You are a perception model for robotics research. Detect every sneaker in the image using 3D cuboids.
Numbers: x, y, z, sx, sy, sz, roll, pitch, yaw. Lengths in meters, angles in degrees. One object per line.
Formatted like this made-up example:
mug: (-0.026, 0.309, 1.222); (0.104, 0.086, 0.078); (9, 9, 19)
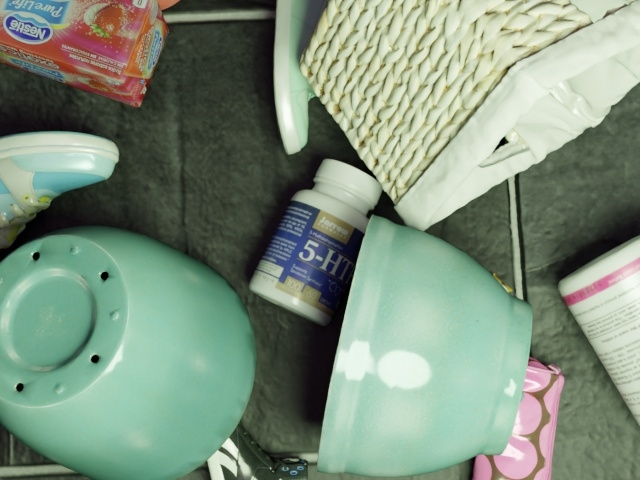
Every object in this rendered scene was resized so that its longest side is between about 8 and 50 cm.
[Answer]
sneaker: (0.016, -0.234, 1.249); (0.151, 0.094, 0.255); (3, 83, -3)
sneaker: (-0.081, 0.259, 1.198); (0.121, 0.079, 0.216); (-13, 82, -13)
sneaker: (-0.392, -0.013, 1.206); (0.319, 0.127, 0.208); (-10, 80, 8)

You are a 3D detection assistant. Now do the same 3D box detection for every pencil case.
pencil case: (0.241, 0.243, 1.186); (0.098, 0.095, 0.209); (3, 82, 32)

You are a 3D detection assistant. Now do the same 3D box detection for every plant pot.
plant pot: (0.123, 0.134, 1.091); (0.196, 0.293, 0.293); (12, 82, 5)
plant pot: (-0.245, 0.116, 1.089); (0.293, 0.235, 0.292); (-5, 70, 13)

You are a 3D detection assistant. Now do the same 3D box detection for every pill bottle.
pill bottle: (0.000, 0.000, 1.207); (0.112, 0.112, 0.186); (25, 83, 3)
pill bottle: (0.421, 0.134, 1.164); (0.160, 0.160, 0.283); (-29, 83, -4)

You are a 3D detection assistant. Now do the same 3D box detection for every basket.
basket: (0.198, -0.234, 1.099); (0.328, 0.331, 0.266); (-30, 77, -27)

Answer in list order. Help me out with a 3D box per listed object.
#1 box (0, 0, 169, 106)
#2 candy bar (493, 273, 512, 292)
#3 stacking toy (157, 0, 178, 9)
box: (-0.336, -0.274, 1.236); (0.257, 0.128, 0.122); (18, 83, 2)
candy bar: (0.190, 0.116, 1.238); (0.040, 0.018, 0.161); (31, 83, 1)
stacking toy: (-0.211, -0.476, 1.263); (0.309, 0.130, 0.279); (-43, 85, -6)
